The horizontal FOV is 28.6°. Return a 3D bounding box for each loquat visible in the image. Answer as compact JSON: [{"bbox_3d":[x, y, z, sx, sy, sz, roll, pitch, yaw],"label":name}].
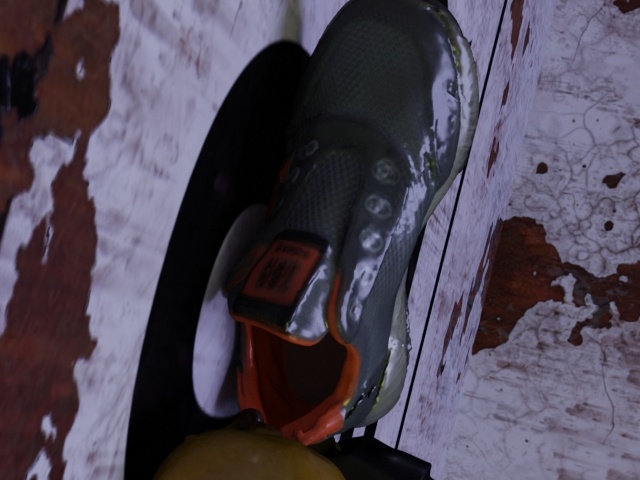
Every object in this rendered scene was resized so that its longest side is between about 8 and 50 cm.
[{"bbox_3d":[-0.045,0.184,0.763,0.163,0.137,0.163,-11,102,-59],"label":"loquat"}]

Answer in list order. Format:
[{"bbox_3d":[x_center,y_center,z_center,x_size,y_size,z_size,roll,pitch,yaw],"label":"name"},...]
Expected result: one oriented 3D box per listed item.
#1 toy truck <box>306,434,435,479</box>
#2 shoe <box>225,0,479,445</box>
[{"bbox_3d":[-0.005,0.251,0.928,0.147,0.165,0.224,-14,118,-75],"label":"toy truck"},{"bbox_3d":[0.000,0.000,0.838,0.171,0.132,0.336,-34,139,-58],"label":"shoe"}]
